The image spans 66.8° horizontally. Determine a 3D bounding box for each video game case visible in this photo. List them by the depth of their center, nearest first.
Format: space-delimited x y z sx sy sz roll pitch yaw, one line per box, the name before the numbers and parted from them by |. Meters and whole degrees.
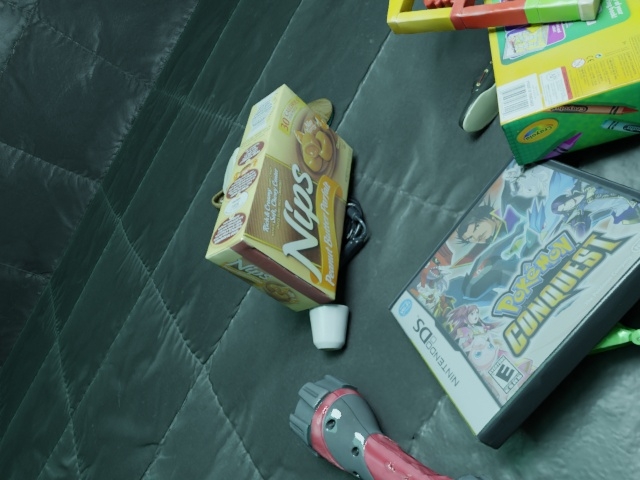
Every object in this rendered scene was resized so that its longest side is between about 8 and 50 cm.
video game case | 0.209 0.040 0.541 0.275 0.035 0.248 -53 24 11

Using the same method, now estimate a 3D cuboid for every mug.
mug | 0.015 0.137 0.752 0.062 0.078 0.064 -5 70 12

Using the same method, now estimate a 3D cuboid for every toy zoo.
toy zoo | 0.203 -0.356 0.607 0.293 0.030 0.192 13 80 37

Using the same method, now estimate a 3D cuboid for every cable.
cable | 0.000 0.000 0.849 0.184 0.047 0.150 -49 39 18

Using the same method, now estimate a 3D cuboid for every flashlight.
flashlight | 0.087 0.252 0.554 0.304 0.103 0.103 11 74 53

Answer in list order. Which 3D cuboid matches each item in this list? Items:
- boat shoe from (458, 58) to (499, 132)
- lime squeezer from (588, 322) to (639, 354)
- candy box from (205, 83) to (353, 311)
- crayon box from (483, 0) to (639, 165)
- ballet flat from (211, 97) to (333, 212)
boat shoe | 0.240 -0.212 0.696 0.133 0.049 0.042 -54 42 -1
lime squeezer | 0.284 0.130 0.434 0.310 0.059 0.110 9 75 50
candy box | -0.048 -0.071 0.767 0.088 0.183 0.316 -23 44 38
crayon box | 0.295 -0.238 0.580 0.165 0.081 0.278 -13 54 29
ballet flat | -0.115 -0.177 1.025 0.342 0.124 0.116 -48 40 17
